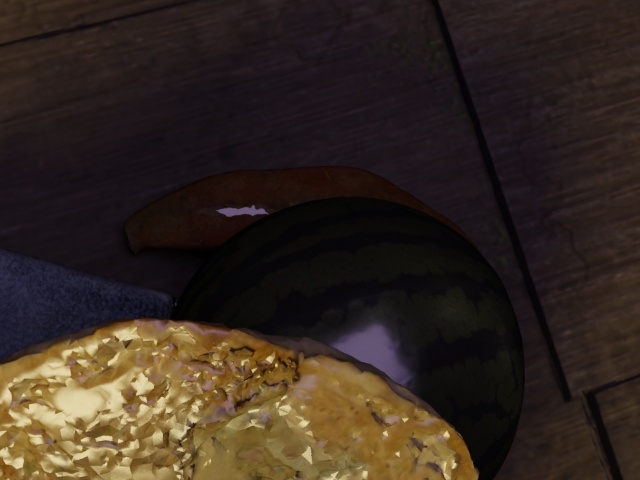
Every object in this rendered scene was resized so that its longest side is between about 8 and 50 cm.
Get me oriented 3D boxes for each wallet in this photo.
[{"bbox_3d":[-0.175,0.118,1.028,0.167,0.036,0.222,16,78,-34],"label":"wallet"}]

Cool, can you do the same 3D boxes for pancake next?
[{"bbox_3d":[-0.092,0.193,0.943,0.387,0.082,0.387,-5,122,-7],"label":"pancake"}]

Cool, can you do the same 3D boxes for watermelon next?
[{"bbox_3d":[0.012,0.079,1.045,0.212,0.212,0.212,5,75,-18],"label":"watermelon"}]

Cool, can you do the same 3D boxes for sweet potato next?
[{"bbox_3d":[0.004,-0.010,1.148,0.255,0.058,0.078,9,90,-19],"label":"sweet potato"}]
